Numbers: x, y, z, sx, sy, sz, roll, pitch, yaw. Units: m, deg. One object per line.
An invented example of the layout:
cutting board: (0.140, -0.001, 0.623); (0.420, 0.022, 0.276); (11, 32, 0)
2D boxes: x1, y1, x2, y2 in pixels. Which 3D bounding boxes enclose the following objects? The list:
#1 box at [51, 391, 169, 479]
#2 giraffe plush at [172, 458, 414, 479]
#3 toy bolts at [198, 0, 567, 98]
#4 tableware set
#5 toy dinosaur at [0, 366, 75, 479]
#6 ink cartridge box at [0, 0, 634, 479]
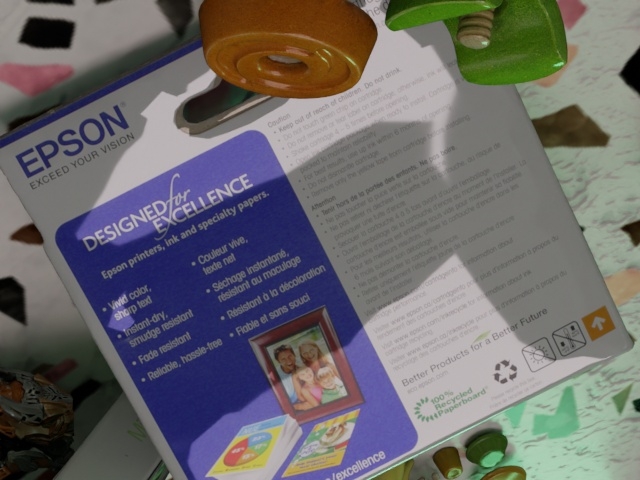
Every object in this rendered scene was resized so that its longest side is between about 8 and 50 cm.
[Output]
box: (-0.187, 0.239, 1.161); (0.058, 0.232, 0.322); (31, 126, 3)
giraffe plush: (0.006, 0.208, 1.256); (0.181, 0.210, 0.170); (-33, 166, 10)
toy bolts: (0.008, -0.190, 0.864); (0.218, 0.158, 0.228); (-6, 158, 36)
tableware set: (0.128, 0.220, 1.403); (0.104, 0.024, 0.154); (-24, 137, 0)
toy dinosaur: (-0.330, 0.169, 1.119); (0.322, 0.164, 0.218); (3, 122, 3)
ink cartridge box: (0.000, 0.000, 1.031); (0.303, 0.072, 0.307); (-26, 104, 1)
